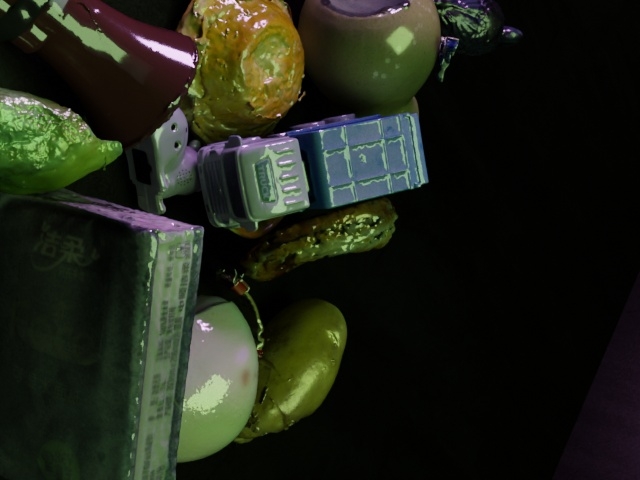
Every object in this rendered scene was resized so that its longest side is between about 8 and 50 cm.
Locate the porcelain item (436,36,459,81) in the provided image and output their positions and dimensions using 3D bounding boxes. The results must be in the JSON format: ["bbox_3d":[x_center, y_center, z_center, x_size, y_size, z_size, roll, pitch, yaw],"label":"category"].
[{"bbox_3d":[0.209,-0.305,1.733,0.136,0.021,0.075,-84,-175,-79],"label":"porcelain item"}]

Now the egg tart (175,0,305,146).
[{"bbox_3d":[-0.111,-0.274,1.612,0.295,0.116,0.294,-21,119,-45],"label":"egg tart"}]

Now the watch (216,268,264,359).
[{"bbox_3d":[-0.185,0.120,1.678,0.165,0.102,0.268,-30,123,-30],"label":"watch"}]

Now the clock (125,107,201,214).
[{"bbox_3d":[-0.226,-0.138,1.538,0.117,0.080,0.176,-32,127,-42],"label":"clock"}]

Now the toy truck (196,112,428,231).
[{"bbox_3d":[0.001,-0.116,1.588,0.367,0.175,0.146,-16,98,-32],"label":"toy truck"}]

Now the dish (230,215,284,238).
[{"bbox_3d":[-0.115,-0.088,1.695,0.208,0.080,0.148,-32,135,-42],"label":"dish"}]

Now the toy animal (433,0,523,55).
[{"bbox_3d":[0.264,-0.422,1.987,0.298,0.185,0.122,15,91,-54],"label":"toy animal"}]

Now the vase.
[{"bbox_3d":[0.093,-0.334,1.801,0.302,0.241,0.329,83,14,-45],"label":"vase"}]

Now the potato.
[{"bbox_3d":[-0.065,0.233,1.806,0.300,0.173,0.140,-51,145,-25],"label":"potato"}]

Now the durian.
[{"bbox_3d":[-0.382,-0.121,1.279,0.250,0.139,0.101,24,51,-36],"label":"durian"}]

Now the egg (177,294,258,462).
[{"bbox_3d":[-0.220,0.222,1.524,0.271,0.206,0.162,-50,157,16],"label":"egg"}]

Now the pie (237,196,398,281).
[{"bbox_3d":[-0.001,-0.001,1.712,0.308,0.308,0.085,-18,91,-49],"label":"pie"}]

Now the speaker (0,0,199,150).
[{"bbox_3d":[-0.300,-0.312,1.306,0.259,0.198,0.329,-50,130,-10],"label":"speaker"}]

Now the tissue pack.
[{"bbox_3d":[-0.311,0.143,1.354,0.124,0.288,0.394,-8,109,-59],"label":"tissue pack"}]
